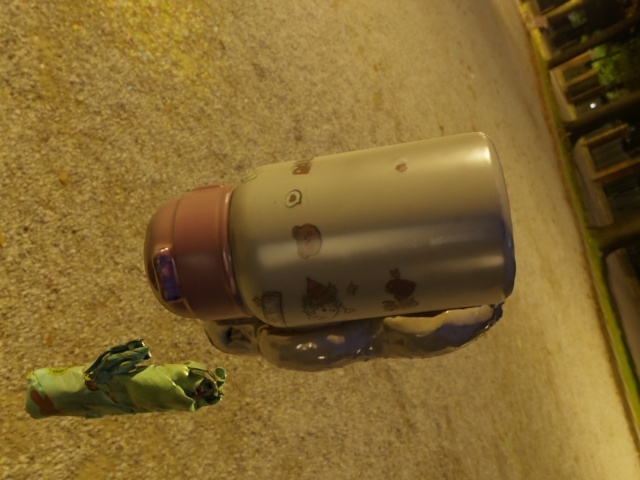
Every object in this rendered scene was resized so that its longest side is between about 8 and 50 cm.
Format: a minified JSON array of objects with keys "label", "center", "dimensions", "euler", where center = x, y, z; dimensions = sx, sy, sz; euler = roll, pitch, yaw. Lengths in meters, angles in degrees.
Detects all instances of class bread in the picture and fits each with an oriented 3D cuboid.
[{"label":"bread","center":[-0.006,0.052,0.570],"dimensions":[0.183,0.337,0.102],"euler":[-14,99,-40]}]

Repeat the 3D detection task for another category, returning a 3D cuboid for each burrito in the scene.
[{"label":"burrito","center":[-0.260,0.177,0.758],"dimensions":[0.054,0.288,0.104],"euler":[-73,154,-57]}]

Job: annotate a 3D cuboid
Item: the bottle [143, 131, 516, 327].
[{"label":"bottle","center":[0.000,0.000,0.395],"dimensions":[0.110,0.233,0.110],"euler":[-8,90,-79]}]
